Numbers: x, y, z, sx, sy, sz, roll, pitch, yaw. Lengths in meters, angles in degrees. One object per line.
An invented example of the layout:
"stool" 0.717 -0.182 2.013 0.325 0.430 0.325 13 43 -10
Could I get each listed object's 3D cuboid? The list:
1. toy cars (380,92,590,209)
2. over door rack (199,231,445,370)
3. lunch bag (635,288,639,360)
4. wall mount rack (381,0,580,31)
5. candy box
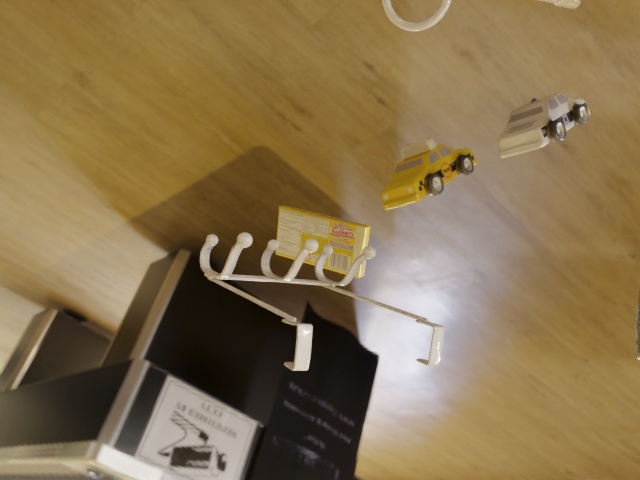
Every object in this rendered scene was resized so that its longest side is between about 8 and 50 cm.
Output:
"toy cars" 0.270 -0.166 1.056 0.394 0.176 0.087 -24 99 2
"over door rack" -0.002 0.063 0.899 0.240 0.108 0.324 6 -163 -34
"lunch bag" 0.635 0.144 1.011 0.213 0.255 0.305 -29 164 34
"wall mount rack" 0.221 -0.458 0.864 0.304 0.130 0.349 21 115 26
"candy box" 0.000 0.000 1.271 0.206 0.027 0.105 15 105 30
